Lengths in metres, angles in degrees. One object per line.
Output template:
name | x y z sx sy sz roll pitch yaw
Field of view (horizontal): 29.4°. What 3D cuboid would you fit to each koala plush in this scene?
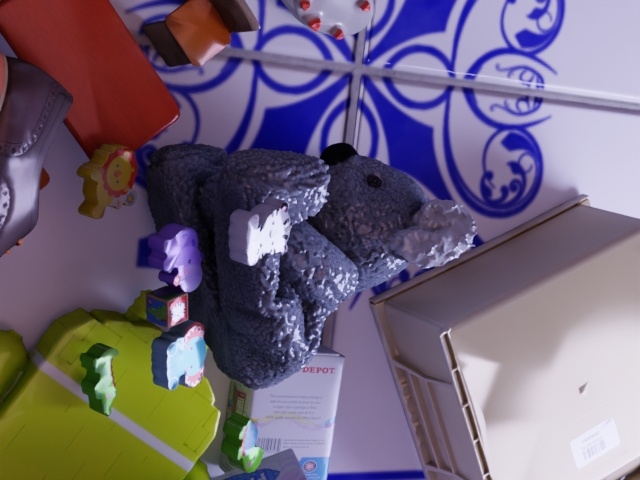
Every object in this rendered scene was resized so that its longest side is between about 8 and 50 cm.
koala plush | 0.000 0.000 1.020 0.221 0.196 0.203 -18 105 -31

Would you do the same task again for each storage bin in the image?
storage bin | 0.220 0.130 1.184 0.262 0.123 0.260 -25 109 -21

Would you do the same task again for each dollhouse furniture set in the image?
dollhouse furniture set | -0.204 -0.176 0.912 0.262 0.135 0.259 -40 113 -15

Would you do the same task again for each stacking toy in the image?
stacking toy | -0.105 0.051 0.910 0.052 0.167 0.221 -23 122 -50

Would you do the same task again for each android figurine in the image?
android figurine | -0.197 0.170 1.019 0.248 0.056 0.273 39 81 -26

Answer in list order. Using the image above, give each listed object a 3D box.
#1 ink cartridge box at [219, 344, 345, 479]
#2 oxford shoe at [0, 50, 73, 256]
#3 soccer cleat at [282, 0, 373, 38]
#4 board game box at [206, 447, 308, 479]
ink cartridge box | -0.035 0.154 1.099 0.088 0.052 0.122 6 98 -28
oxford shoe | -0.246 0.004 0.837 0.098 0.097 0.271 20 95 -43
soccer cleat | -0.029 -0.237 1.033 0.196 0.076 0.068 23 122 -41
board game box | -0.126 0.368 1.021 0.318 0.066 0.319 -20 116 -9
